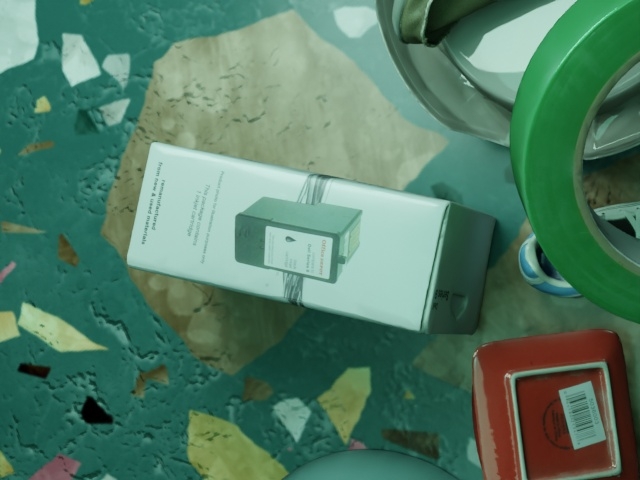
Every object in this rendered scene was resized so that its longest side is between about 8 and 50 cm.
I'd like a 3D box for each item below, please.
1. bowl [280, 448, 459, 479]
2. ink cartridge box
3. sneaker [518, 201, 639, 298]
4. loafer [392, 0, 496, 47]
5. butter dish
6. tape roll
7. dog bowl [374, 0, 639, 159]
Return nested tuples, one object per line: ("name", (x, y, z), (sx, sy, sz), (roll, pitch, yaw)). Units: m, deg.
("bowl", (0.027, 0.360, 1.412), (0.311, 0.163, 0.311), (0, 89, 20))
("ink cartridge box", (0.000, 0.000, 1.404), (0.289, 0.211, 0.121), (12, 91, 18))
("sneaker", (0.296, 0.000, 1.366), (0.237, 0.086, 0.085), (-17, 82, 17))
("loafer", (0.163, -0.257, 1.305), (0.251, 0.094, 0.087), (-47, 71, 12))
("butter dish", (0.197, 0.169, 1.385), (0.160, 0.118, 0.160), (-5, 84, -21))
("tape roll", (0.323, -0.081, 1.255), (0.321, 0.077, 0.321), (-1, 114, -3))
("dog bowl", (0.228, -0.240, 1.385), (0.349, 0.102, 0.349), (-1, 88, 19))
